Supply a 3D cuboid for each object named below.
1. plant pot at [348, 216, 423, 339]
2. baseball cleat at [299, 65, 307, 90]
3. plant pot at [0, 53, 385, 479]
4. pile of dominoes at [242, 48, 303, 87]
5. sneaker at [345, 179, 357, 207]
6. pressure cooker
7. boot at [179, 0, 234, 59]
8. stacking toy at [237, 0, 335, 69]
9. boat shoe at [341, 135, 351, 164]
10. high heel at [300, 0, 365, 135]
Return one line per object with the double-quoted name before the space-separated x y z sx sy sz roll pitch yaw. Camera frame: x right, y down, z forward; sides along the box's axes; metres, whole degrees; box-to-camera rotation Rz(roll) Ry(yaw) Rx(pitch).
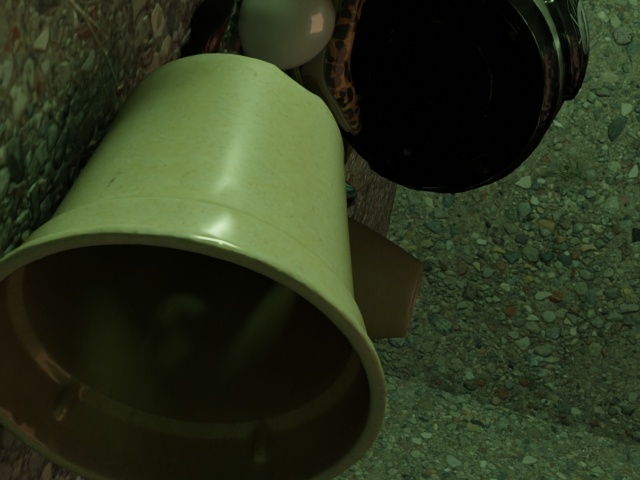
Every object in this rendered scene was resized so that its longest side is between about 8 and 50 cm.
"plant pot" 0.025 0.062 1.784 0.256 0.274 0.256 14 90 -81
"baseball cleat" -0.016 -0.285 1.687 0.206 0.072 0.109 -70 157 -54
"plant pot" -0.099 0.009 0.939 0.334 0.334 0.305 96 2 -45
"pile of dominoes" -0.039 -0.188 1.486 0.251 0.040 0.196 -47 125 -71
"sneaker" 0.000 0.000 2.000 0.104 0.125 0.262 62 44 -76
"pressure cooker" 0.224 -0.305 1.698 0.370 0.375 0.420 -54 176 30
"boot" -0.118 -0.216 1.212 0.106 0.037 0.114 -61 166 -7
"stacking toy" 0.045 -0.421 1.320 0.480 0.351 0.350 -56 171 1
"boat shoe" 0.040 -0.278 1.860 0.111 0.104 0.307 17 88 -81
"high heel" 0.052 -0.284 1.501 0.186 0.093 0.261 -40 129 -10
